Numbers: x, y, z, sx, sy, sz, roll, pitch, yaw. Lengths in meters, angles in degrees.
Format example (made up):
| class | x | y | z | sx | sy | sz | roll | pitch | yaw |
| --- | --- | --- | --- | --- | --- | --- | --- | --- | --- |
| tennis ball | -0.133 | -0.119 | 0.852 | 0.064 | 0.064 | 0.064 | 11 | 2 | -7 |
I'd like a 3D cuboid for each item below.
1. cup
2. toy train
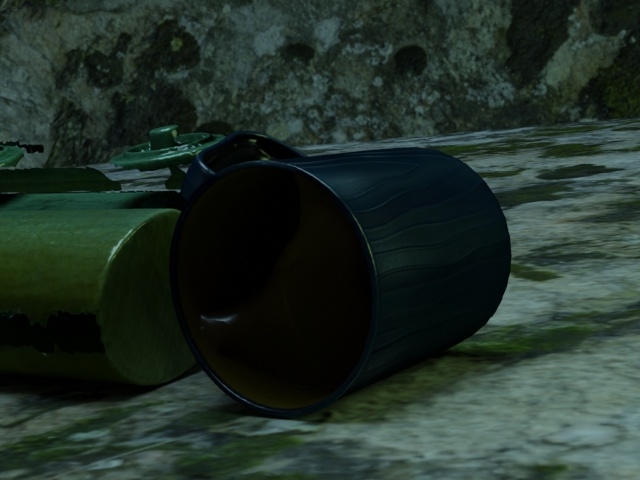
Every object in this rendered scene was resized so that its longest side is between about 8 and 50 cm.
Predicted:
| class | x | y | z | sx | sy | sz | roll | pitch | yaw |
| --- | --- | --- | --- | --- | --- | --- | --- | --- | --- |
| cup | 0.008 | -0.003 | 0.682 | 0.113 | 0.150 | 0.138 | -30 | -10 | 34 |
| toy train | -0.170 | 0.005 | 0.803 | 0.307 | 0.126 | 0.189 | 1 | 10 | 34 |
